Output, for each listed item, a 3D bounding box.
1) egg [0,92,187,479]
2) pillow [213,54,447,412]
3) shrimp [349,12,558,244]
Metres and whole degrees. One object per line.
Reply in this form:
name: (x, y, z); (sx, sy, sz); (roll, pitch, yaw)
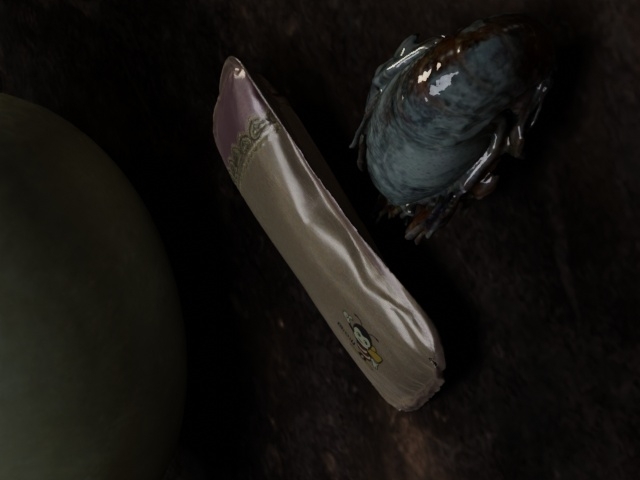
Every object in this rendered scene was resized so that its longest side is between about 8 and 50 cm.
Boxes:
egg: (-0.221, 0.067, 1.290); (0.258, 0.258, 0.352); (28, 131, 46)
pillow: (0.000, 0.000, 1.110); (0.232, 0.038, 0.130); (57, 159, 12)
shrimp: (0.054, -0.053, 0.961); (0.090, 0.079, 0.233); (61, 158, 11)
